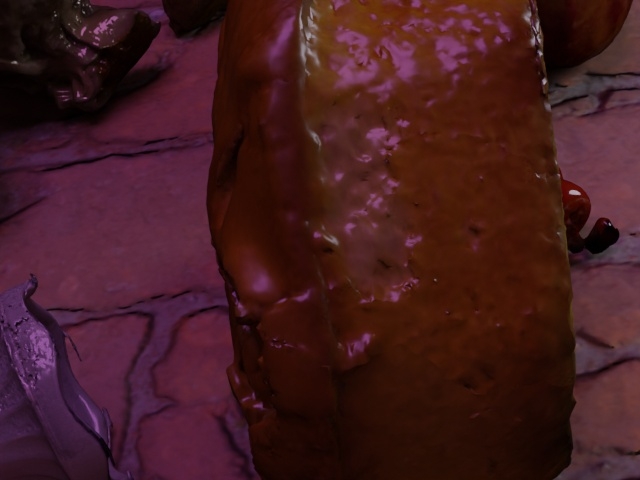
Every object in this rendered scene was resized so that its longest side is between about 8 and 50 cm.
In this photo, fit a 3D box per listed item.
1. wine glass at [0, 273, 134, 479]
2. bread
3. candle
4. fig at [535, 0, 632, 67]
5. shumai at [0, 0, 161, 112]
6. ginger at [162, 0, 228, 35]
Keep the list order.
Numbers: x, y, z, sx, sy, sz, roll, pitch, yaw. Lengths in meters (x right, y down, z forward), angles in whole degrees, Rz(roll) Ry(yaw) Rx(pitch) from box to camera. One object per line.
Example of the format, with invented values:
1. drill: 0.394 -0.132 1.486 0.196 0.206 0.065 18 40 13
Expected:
1. wine glass: -0.248 0.135 1.188 0.196 0.165 0.165 -23 38 -6
2. bread: 0.043 0.001 1.104 0.215 0.398 0.398 -6 38 3
3. candle: 0.137 -0.087 1.425 0.048 0.051 0.329 -31 39 -6
4. fig: 0.158 -0.253 1.482 0.224 0.263 0.224 -4 79 22
5. shumai: -0.250 -0.184 1.608 0.153 0.209 0.161 40 63 -5
6. ginger: -0.082 -0.343 1.753 0.133 0.107 0.309 10 52 -14
